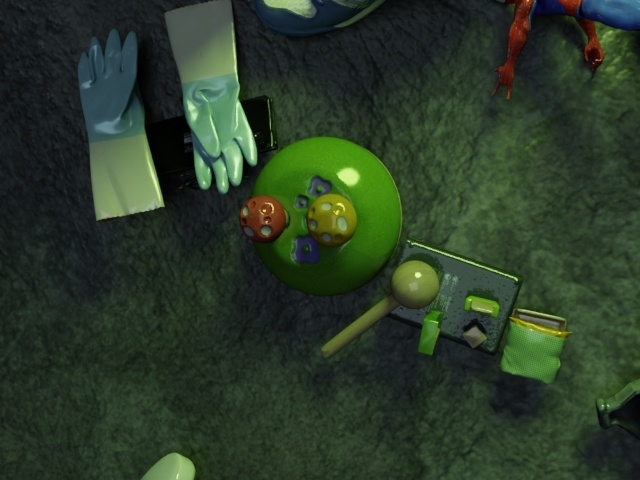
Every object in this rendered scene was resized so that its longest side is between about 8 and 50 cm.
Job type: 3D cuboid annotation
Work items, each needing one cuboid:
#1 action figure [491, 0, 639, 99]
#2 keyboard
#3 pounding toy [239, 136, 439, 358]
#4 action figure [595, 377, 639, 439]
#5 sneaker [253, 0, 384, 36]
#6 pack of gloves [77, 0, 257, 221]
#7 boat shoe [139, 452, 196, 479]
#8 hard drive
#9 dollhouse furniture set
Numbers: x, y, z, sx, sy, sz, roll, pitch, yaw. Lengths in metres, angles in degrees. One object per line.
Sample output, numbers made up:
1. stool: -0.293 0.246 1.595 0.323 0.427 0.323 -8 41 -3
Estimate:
1. action figure: 0.271 -0.188 0.669 0.280 0.091 0.139 33 138 38
2. keyboard: -0.139 -0.105 0.838 0.192 0.038 0.100 -10 71 16
3. pounding toy: 0.000 0.000 0.756 0.183 0.110 0.237 -33 82 21
4. action figure: 0.464 0.182 0.648 0.341 0.178 0.330 -33 98 18
5. sneaker: 0.055 -0.297 0.708 0.296 0.131 0.112 -17 95 17
6. pack of gloves: -0.177 -0.149 0.822 0.195 0.046 0.232 -11 81 4
7. boat shoe: -0.219 0.413 0.888 0.102 0.108 0.301 28 91 -23
8. hard drive: 0.146 0.062 0.786 0.135 0.022 0.094 20 101 11
9. dollhouse furniture set: 0.184 0.106 0.739 0.151 0.058 0.076 12 101 12
